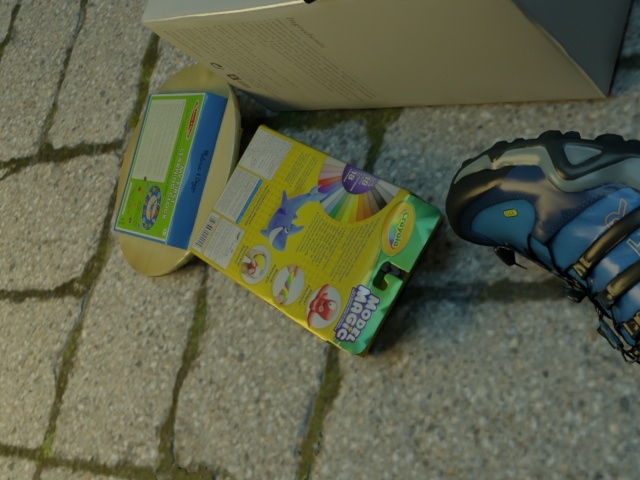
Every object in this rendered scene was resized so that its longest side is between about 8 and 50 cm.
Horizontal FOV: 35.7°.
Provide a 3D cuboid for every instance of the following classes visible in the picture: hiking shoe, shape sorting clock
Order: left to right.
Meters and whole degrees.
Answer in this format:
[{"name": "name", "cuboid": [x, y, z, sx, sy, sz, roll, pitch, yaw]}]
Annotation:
[{"name": "shape sorting clock", "cuboid": [-0.136, -0.066, 0.938, 0.206, 0.040, 0.206, -28, 54, 47]}, {"name": "hiking shoe", "cuboid": [0.186, 0.020, 0.569, 0.304, 0.113, 0.132, 13, 78, 44]}]

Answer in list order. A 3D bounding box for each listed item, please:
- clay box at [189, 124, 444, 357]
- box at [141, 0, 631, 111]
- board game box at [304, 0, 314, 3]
[{"name": "clay box", "cuboid": [0.000, 0.000, 0.786, 0.222, 0.053, 0.127, 30, 90, 44]}, {"name": "box", "cuboid": [0.056, -0.235, 0.772, 0.345, 0.168, 0.215, 6, 73, 43]}, {"name": "board game box", "cuboid": [0.030, -0.260, 0.654, 0.141, 0.048, 0.170, -22, 56, 30]}]
